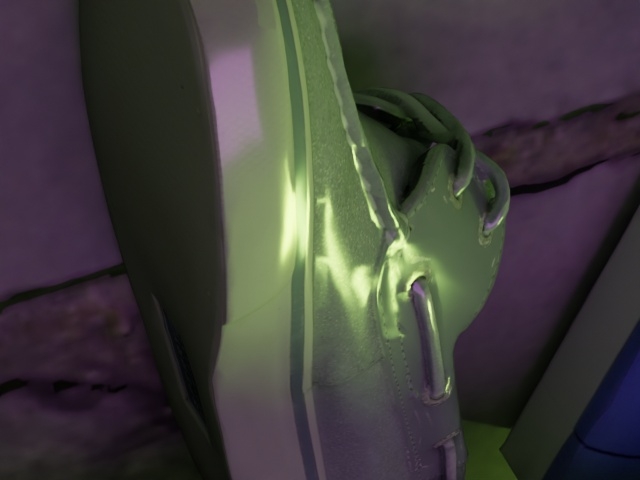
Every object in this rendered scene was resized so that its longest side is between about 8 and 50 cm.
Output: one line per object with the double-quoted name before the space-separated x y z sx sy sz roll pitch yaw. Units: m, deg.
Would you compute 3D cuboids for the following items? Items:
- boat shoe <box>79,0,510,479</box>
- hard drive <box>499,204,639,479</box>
"boat shoe" 0.001 0.001 0.409 0.081 0.079 0.227 -24 143 -14
"hard drive" 0.205 -0.044 0.491 0.210 0.040 0.319 4 128 -29
